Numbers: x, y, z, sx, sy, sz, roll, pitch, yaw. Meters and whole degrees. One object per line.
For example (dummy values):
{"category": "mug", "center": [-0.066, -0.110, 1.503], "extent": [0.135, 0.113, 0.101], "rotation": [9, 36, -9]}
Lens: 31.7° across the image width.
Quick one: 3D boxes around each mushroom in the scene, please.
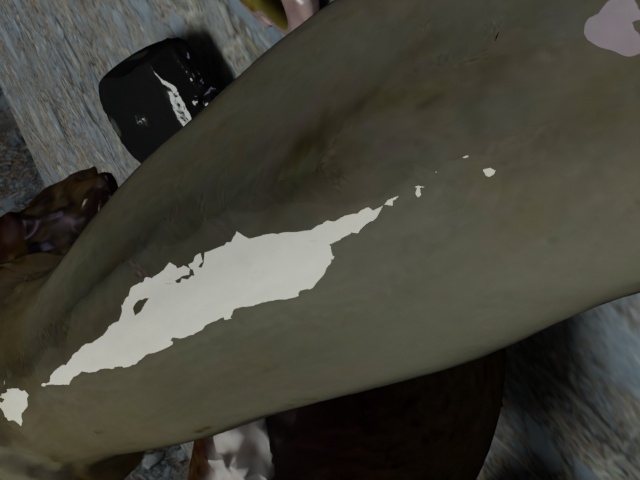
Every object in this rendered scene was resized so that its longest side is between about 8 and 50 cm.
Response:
{"category": "mushroom", "center": [-0.061, 0.051, 0.711], "extent": [0.356, 0.331, 0.334], "rotation": [23, -166, -7]}
{"category": "mushroom", "center": [-0.001, -0.009, 0.453], "extent": [0.407, 0.137, 0.154], "rotation": [-23, 84, 30]}

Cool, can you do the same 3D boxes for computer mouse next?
{"category": "computer mouse", "center": [-0.139, -0.127, 1.063], "extent": [0.217, 0.073, 0.122], "rotation": [8, 128, 62]}

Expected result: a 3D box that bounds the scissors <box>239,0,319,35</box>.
{"category": "scissors", "center": [-0.083, -0.246, 0.782], "extent": [0.317, 0.024, 0.160], "rotation": [49, 162, 33]}
